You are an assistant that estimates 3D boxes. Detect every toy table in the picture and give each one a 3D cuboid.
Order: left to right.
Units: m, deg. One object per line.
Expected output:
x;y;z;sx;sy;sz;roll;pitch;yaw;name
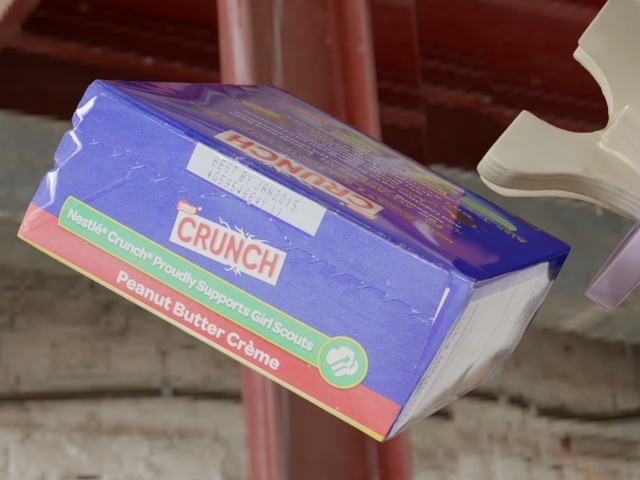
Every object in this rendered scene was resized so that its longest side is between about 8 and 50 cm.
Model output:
0.246;-0.078;1.377;0.161;0.252;0.274;38;-53;5;toy table

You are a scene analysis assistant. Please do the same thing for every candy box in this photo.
0.000;0.000;1.127;0.268;0.122;0.317;29;11;15;candy box
